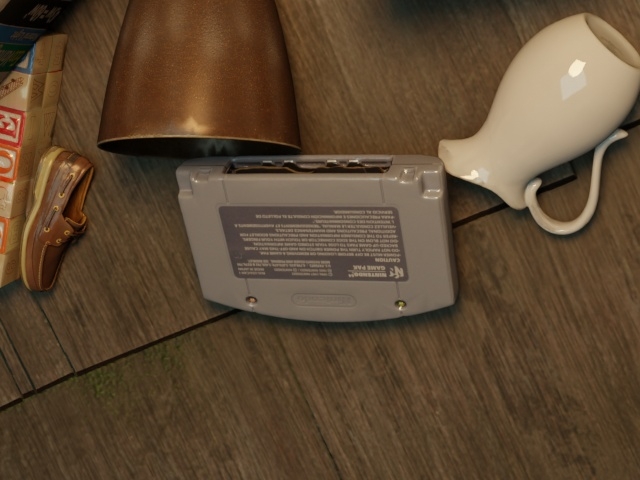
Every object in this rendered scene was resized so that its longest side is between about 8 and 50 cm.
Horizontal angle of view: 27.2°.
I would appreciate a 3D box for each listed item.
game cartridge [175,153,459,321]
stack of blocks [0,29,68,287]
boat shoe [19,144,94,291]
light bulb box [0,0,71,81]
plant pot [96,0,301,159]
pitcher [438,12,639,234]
[{"bbox_3d":[0.000,0.000,1.440,0.294,0.060,0.196,1,121,17],"label":"game cartridge"},{"bbox_3d":[-0.410,-0.113,1.544,0.171,0.087,0.297,15,104,11],"label":"stack of blocks"},{"bbox_3d":[-0.308,-0.020,1.549,0.060,0.064,0.178,17,103,13],"label":"boat shoe"},{"bbox_3d":[-0.393,-0.379,1.333,0.358,0.225,0.361,43,98,0],"label":"light bulb box"},{"bbox_3d":[-0.127,-0.210,1.403,0.215,0.215,0.230,0,87,15],"label":"plant pot"},{"bbox_3d":[0.250,-0.115,1.358,0.178,0.125,0.207,35,120,-11],"label":"pitcher"}]
